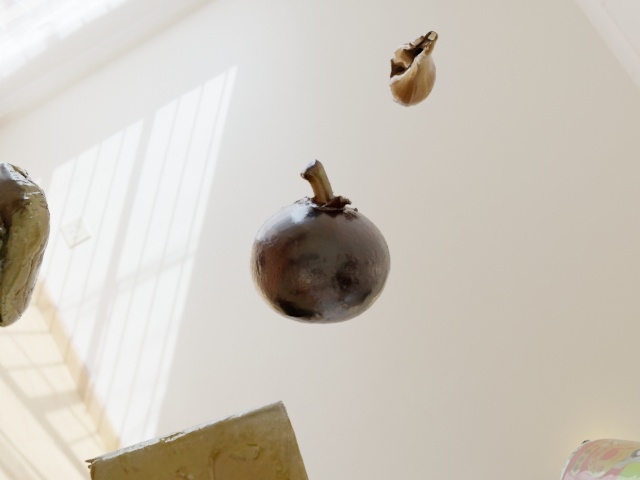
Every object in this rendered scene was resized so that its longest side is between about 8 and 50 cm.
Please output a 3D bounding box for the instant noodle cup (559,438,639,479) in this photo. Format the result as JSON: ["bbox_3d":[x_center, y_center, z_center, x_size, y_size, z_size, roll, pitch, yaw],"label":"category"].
[{"bbox_3d":[0.350,0.297,0.442,0.294,0.294,0.308,60,-7,9],"label":"instant noodle cup"}]

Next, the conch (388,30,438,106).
[{"bbox_3d":[0.204,-0.354,1.104,0.330,0.093,0.109,140,-56,-80],"label":"conch"}]

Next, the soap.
[{"bbox_3d":[-0.183,0.453,0.876,0.156,0.335,0.293,123,-47,-56],"label":"soap"}]

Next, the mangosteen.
[{"bbox_3d":[0.000,0.000,0.870,0.235,0.235,0.261,-120,-148,-72],"label":"mangosteen"}]

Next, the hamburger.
[{"bbox_3d":[-0.551,0.016,0.912,0.134,0.285,0.265,-5,37,-48],"label":"hamburger"}]
